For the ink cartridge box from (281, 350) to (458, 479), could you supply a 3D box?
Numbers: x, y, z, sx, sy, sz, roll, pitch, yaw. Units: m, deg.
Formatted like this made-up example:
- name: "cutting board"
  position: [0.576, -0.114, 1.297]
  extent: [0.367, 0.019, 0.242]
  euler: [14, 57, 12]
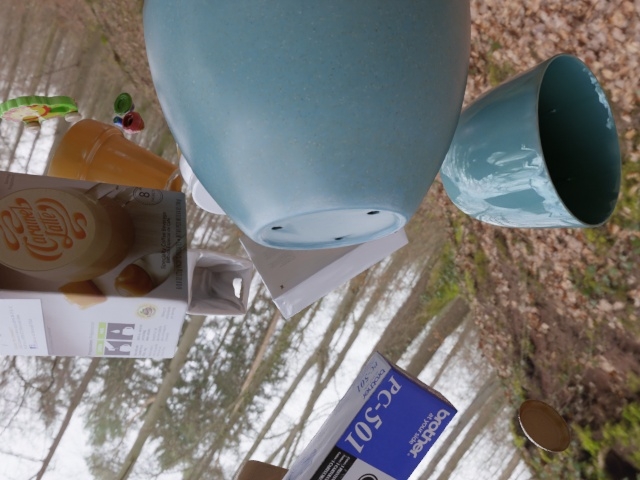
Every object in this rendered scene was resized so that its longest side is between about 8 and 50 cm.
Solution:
- name: "ink cartridge box"
  position: [0.039, 0.226, 0.568]
  extent: [0.097, 0.207, 0.046]
  euler: [35, -179, -20]

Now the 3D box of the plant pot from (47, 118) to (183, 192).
- name: "plant pot"
  position: [-0.368, -0.101, 1.036]
  extent: [0.187, 0.205, 0.205]
  euler: [17, -162, -1]

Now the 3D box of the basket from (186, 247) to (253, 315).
- name: "basket"
  position: [-0.219, 0.076, 1.025]
  extent: [0.103, 0.113, 0.167]
  euler: [4, 174, 32]

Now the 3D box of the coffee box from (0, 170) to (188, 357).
- name: "coffee box"
  position: [-0.253, 0.022, 0.507]
  extent: [0.246, 0.098, 0.141]
  euler: [5, -133, -21]

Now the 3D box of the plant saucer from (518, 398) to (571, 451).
- name: "plant saucer"
  position: [0.324, 0.273, 0.812]
  extent: [0.083, 0.015, 0.083]
  euler: [14, -139, -13]

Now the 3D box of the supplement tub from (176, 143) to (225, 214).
- name: "supplement tub"
  position: [-0.147, -0.155, 0.846]
  extent: [0.144, 0.144, 0.200]
  euler: [15, -133, -42]

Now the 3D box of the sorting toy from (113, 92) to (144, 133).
- name: "sorting toy"
  position: [-0.406, -0.264, 1.186]
  extent: [0.042, 0.061, 0.102]
  euler: [23, -144, -59]

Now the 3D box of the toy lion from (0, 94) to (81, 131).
- name: "toy lion"
  position: [-0.419, -0.196, 0.826]
  extent: [0.096, 0.100, 0.034]
  euler: [159, 94, -79]

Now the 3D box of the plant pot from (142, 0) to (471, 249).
- name: "plant pot"
  position: [-0.001, -0.101, 0.490]
  extent: [0.290, 0.290, 0.196]
  euler: [9, -111, -50]

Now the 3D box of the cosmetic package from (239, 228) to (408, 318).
- name: "cosmetic package"
  position: [0.000, 0.000, 1.490]
  extent: [0.284, 0.377, 0.097]
  euler: [53, 173, 50]

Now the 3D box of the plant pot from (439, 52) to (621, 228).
- name: "plant pot"
  position: [0.360, -0.153, 1.005]
  extent: [0.293, 0.293, 0.235]
  euler: [17, 163, -38]

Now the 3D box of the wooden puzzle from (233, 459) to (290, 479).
- name: "wooden puzzle"
  position: [-0.060, 0.638, 1.194]
  extent: [0.347, 0.081, 0.322]
  euler: [8, -161, 10]
